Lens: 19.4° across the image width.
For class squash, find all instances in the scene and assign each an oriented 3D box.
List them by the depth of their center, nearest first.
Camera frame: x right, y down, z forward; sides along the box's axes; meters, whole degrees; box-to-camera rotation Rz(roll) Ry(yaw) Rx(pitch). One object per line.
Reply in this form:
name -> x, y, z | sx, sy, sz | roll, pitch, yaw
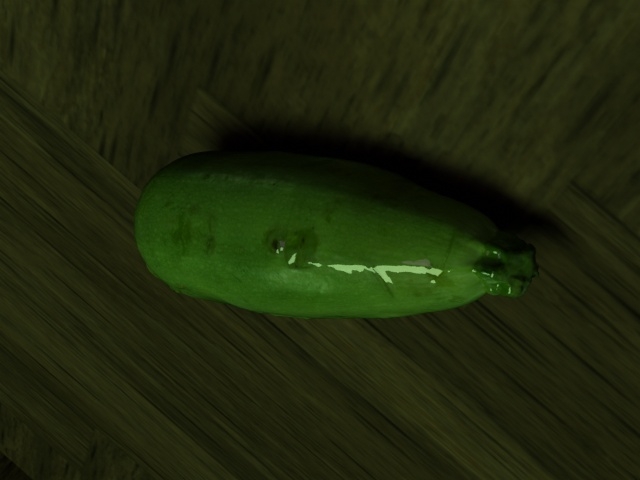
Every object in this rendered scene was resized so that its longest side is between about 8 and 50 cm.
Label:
squash -> -0.006, -0.002, 1.266 | 0.370, 0.118, 0.118 | 9, 140, 52
